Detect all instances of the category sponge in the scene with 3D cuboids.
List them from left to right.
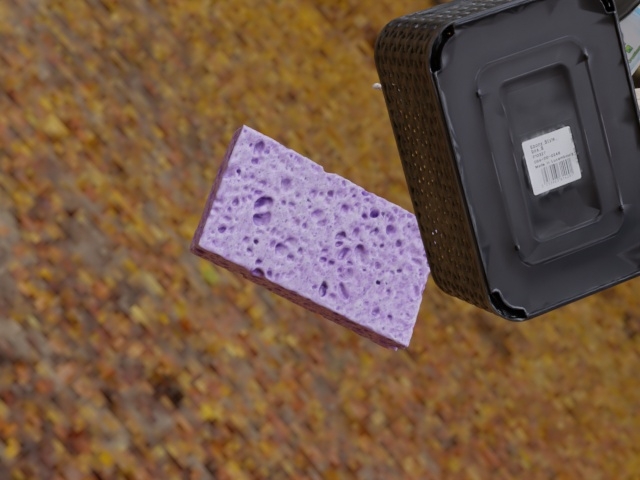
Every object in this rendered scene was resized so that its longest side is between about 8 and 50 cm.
[{"bbox_3d":[0.000,0.000,1.439,0.210,0.117,0.031,27,-21,-18],"label":"sponge"}]

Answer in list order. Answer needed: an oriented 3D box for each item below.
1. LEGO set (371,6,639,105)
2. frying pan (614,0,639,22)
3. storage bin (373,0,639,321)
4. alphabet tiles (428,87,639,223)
[{"bbox_3d":[0.174,-0.154,1.552,0.182,0.244,0.060,38,8,10],"label":"LEGO set"},{"bbox_3d":[0.166,-0.214,1.444,0.197,0.326,0.053,35,3,20],"label":"frying pan"},{"bbox_3d":[0.118,-0.056,0.993,0.084,0.122,0.180,21,-51,68],"label":"storage bin"},{"bbox_3d":[0.223,-0.059,1.253,0.284,0.278,0.021,107,-26,-73],"label":"alphabet tiles"}]
